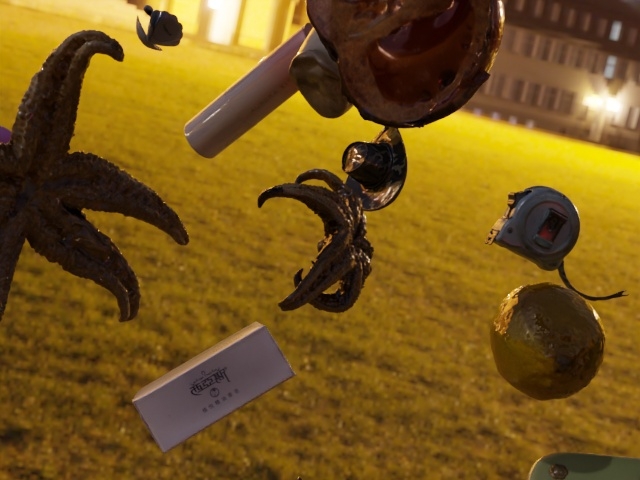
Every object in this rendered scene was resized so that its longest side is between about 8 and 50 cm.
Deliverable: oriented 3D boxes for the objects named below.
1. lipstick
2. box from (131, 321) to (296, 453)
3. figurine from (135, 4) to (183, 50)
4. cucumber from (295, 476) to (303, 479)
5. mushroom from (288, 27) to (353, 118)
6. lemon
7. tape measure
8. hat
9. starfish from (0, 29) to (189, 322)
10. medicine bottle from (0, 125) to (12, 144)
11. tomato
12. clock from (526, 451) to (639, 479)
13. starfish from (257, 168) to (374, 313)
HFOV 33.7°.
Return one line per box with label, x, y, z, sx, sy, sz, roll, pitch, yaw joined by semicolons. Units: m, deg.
lipstick;-0.115;-0.273;1.958;0.327;0.087;0.087;-34;-20;30
box;-0.199;0.265;1.961;0.274;0.116;0.203;-30;1;-9
figurine;-0.316;-0.412;2.041;0.094;0.082;0.086;56;-4;-29
cucumber;0.091;0.334;1.112;0.284;0.056;0.056;30;9;4
mushroom;0.063;-0.323;1.393;0.314;0.336;0.314;28;-23;13
lemon;0.397;0.176;1.860;0.204;0.204;0.260;12;14;-4
tape measure;0.487;0.013;2.017;0.330;0.164;0.084;24;5;-13
hat;0.054;-0.090;1.245;0.050;0.121;0.121;20;3;-29
starfish;-0.271;-0.048;1.028;0.094;0.326;0.375;23;18;41
medicine bottle;-0.640;-0.091;1.846;0.152;0.152;0.254;16;34;26
tomato;0.101;-0.224;1.024;0.199;0.227;0.112;-28;-10;38
clock;0.383;0.436;1.397;0.235;0.308;0.096;5;-39;11
starfish;-0.001;0.001;1.051;0.074;0.146;0.190;-13;20;20
